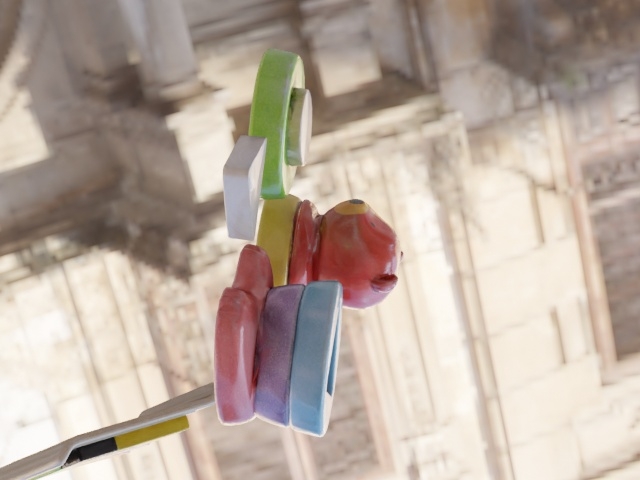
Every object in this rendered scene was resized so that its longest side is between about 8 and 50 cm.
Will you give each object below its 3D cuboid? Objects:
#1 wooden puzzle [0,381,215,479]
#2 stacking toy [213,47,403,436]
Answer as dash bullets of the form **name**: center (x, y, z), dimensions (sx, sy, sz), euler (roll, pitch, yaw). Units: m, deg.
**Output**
- **wooden puzzle**: center (-0.258, 0.244, 2.176), dimensions (0.238, 0.044, 0.221), euler (-20, 176, -37)
- **stacking toy**: center (0.000, 0.000, 1.539), dimensions (0.130, 0.280, 0.309), euler (6, -148, 5)
